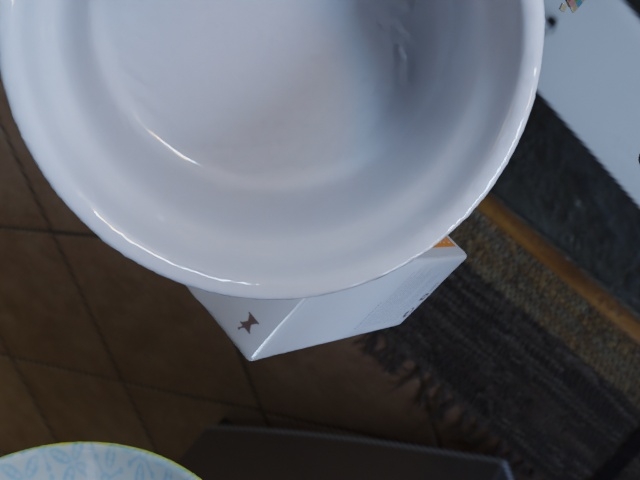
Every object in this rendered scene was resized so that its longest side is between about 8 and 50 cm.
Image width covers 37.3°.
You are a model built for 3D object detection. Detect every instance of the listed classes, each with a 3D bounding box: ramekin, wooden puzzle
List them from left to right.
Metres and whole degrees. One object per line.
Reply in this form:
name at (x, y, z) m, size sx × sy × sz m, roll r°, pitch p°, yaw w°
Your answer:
ramekin at (-0.027, -0.119, 0.539) m, size 0.277 × 0.135 × 0.277 m, roll -1°, pitch 112°, yaw -3°
wooden puzzle at (0.354, -0.349, 1.307) m, size 0.049 × 0.083 × 0.006 m, roll 48°, pitch 171°, yaw -37°

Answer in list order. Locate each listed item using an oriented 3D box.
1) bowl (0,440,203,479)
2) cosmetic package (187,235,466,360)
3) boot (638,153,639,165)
bowl at (-0.176, 0.300, 0.652) m, size 0.290 × 0.289 × 0.156 m, roll 18°, pitch 135°, yaw 25°
cosmetic package at (0.000, 0.000, 1.268) m, size 0.161 × 0.453 × 0.230 m, roll -48°, pitch 71°, yaw 20°
boot at (0.557, -0.025, 1.504) m, size 0.089 × 0.269 × 0.236 m, roll -8°, pitch 161°, yaw 24°
